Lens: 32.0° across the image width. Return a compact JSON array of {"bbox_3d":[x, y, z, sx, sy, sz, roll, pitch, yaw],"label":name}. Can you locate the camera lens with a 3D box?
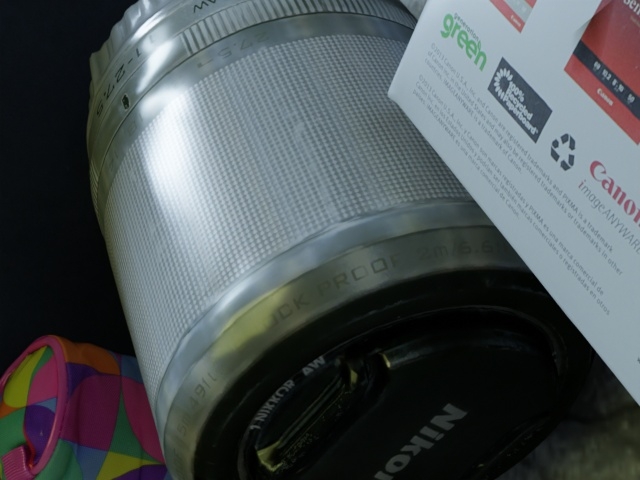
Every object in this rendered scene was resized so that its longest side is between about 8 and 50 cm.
[{"bbox_3d":[0.000,0.000,0.593,0.219,0.219,0.274,-56,40,32],"label":"camera lens"}]

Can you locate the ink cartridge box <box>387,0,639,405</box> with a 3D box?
[{"bbox_3d":[0.188,-0.063,0.344,0.309,0.130,0.272,57,139,36],"label":"ink cartridge box"}]

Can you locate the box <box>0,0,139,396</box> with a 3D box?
[{"bbox_3d":[-0.344,0.036,0.836,0.471,0.297,0.480,-3,87,45],"label":"box"}]

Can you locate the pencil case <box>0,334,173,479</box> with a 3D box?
[{"bbox_3d":[-0.080,0.132,0.675,0.104,0.236,0.104,-33,46,41],"label":"pencil case"}]
